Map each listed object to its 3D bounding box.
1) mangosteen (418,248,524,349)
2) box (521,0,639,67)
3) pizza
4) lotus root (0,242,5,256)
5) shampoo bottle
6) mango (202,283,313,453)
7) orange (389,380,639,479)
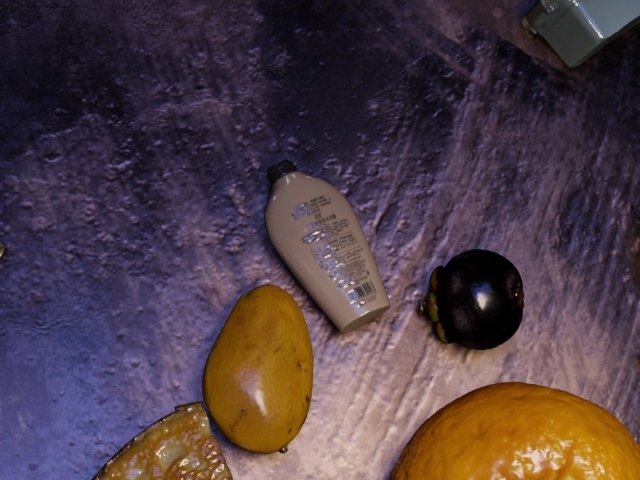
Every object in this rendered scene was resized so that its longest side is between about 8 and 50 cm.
[{"bbox_3d":[0.200,0.083,1.643,0.151,0.137,0.137,-12,67,28],"label":"mangosteen"},{"bbox_3d":[0.424,-0.369,1.804,0.227,0.162,0.130,-36,87,-15],"label":"box"},{"bbox_3d":[-0.200,0.367,1.519,0.223,0.089,0.323,35,73,15],"label":"pizza"},{"bbox_3d":[-0.523,0.026,1.630,0.144,0.070,0.143,23,69,5],"label":"lotus root"},{"bbox_3d":[0.000,0.000,1.673,0.127,0.078,0.257,-24,74,-16],"label":"shampoo bottle"},{"bbox_3d":[-0.080,0.165,1.587,0.147,0.109,0.227,7,69,-12],"label":"mango"},{"bbox_3d":[0.248,0.334,1.453,0.340,0.293,0.341,1,68,-2],"label":"orange"}]
